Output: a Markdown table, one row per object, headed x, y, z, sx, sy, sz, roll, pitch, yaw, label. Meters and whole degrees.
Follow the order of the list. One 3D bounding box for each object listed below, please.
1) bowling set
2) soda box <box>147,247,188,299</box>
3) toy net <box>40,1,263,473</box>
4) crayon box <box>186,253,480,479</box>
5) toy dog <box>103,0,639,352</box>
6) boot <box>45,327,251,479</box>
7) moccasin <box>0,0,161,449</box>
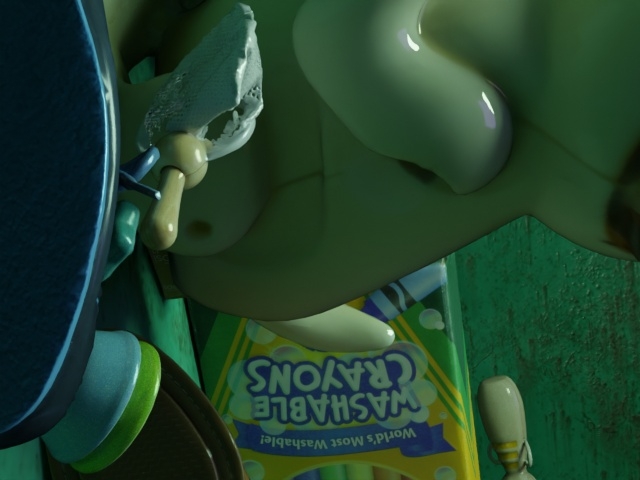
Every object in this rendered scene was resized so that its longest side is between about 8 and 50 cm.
| x | y | z | sx | sy | sz | roll | pitch | yaw | label |
| --- | --- | --- | --- | --- | --- | --- | --- | --- | --- |
| 0.097 | 0.256 | 1.773 | 0.199 | 0.287 | 0.154 | -17 | 98 | -35 | bowling set |
| -0.083 | -0.039 | 1.120 | 0.181 | 0.058 | 0.061 | -81 | 162 | -48 | soda box |
| -0.087 | -0.006 | 0.722 | 0.045 | 0.122 | 0.232 | 33 | 80 | -29 | toy net |
| 0.021 | 0.154 | 1.204 | 0.083 | 0.203 | 0.323 | -71 | 155 | -64 | crayon box |
| 0.078 | -0.076 | 0.860 | 0.284 | 0.407 | 0.395 | -59 | 142 | -57 | toy dog |
| -0.077 | 0.160 | 0.944 | 0.283 | 0.109 | 0.220 | 53 | 0 | -12 | boot |
| -0.132 | -0.074 | 0.665 | 0.117 | 0.137 | 0.342 | 65 | 23 | -73 | moccasin |
